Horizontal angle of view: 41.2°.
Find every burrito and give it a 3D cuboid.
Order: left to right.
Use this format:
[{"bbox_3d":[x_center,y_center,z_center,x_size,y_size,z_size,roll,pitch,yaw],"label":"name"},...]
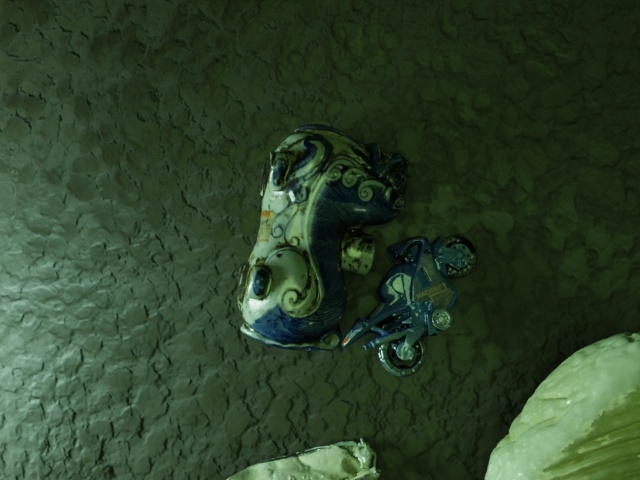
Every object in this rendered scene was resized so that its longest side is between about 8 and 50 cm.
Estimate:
[{"bbox_3d":[-0.034,0.311,1.101,0.230,0.058,0.063,-17,90,7],"label":"burrito"}]

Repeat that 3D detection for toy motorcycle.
[{"bbox_3d":[0.116,0.069,1.082,0.114,0.076,0.205,31,77,-1],"label":"toy motorcycle"}]

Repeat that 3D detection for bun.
[{"bbox_3d":[0.360,0.280,0.975,0.349,0.227,0.352,-9,89,5],"label":"bun"}]

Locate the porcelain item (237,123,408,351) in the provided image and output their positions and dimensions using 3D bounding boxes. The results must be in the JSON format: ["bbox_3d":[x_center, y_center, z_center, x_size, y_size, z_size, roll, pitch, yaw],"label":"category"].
[{"bbox_3d":[0.000,0.000,1.085,0.186,0.138,0.287,13,84,-11],"label":"porcelain item"}]
